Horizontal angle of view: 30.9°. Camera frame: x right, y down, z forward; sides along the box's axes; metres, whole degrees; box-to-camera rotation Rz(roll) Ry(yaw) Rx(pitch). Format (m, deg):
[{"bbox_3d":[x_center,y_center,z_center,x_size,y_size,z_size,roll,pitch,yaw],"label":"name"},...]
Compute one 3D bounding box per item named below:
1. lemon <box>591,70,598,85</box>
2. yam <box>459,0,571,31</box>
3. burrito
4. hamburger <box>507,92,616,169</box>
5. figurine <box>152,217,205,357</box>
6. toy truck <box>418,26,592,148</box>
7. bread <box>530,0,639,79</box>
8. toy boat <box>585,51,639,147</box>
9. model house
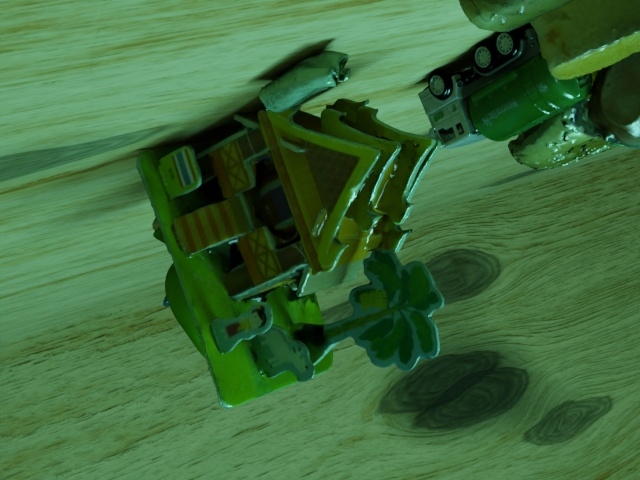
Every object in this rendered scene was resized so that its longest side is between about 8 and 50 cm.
[{"bbox_3d":[0.402,-0.252,1.526,0.155,0.114,0.114,-62,174,-2],"label":"lemon"},{"bbox_3d":[0.296,-0.295,1.066,0.371,0.083,0.083,-25,173,34],"label":"yam"},{"bbox_3d":[-0.011,-0.175,1.257,0.074,0.044,0.118,-25,-179,-45],"label":"burrito"},{"bbox_3d":[0.341,-0.195,1.677,0.192,0.167,0.288,-25,172,33],"label":"hamburger"},{"bbox_3d":[-0.150,0.031,1.613,0.162,0.263,0.143,-18,174,-15],"label":"figurine"},{"bbox_3d":[0.245,-0.200,1.528,0.101,0.125,0.242,-17,175,-39],"label":"toy truck"},{"bbox_3d":[0.370,-0.280,1.292,0.275,0.114,0.185,-21,178,16],"label":"bread"},{"bbox_3d":[0.427,-0.249,1.422,0.293,0.108,0.099,-60,160,11],"label":"toy boat"},{"bbox_3d":[0.000,0.000,1.370,0.313,0.357,0.242,-23,172,40],"label":"model house"}]
